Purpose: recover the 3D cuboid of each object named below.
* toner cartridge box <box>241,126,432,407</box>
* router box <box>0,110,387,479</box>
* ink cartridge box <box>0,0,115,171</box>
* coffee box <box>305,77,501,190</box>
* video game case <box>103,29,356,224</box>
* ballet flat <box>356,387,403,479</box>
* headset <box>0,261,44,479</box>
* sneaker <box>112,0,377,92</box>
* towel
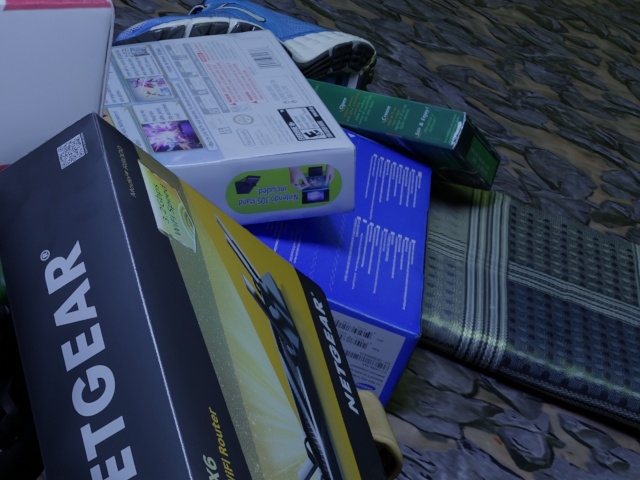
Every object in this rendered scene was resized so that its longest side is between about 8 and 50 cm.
[{"bbox_3d":[0.000,0.000,1.492,0.165,0.075,0.348,23,24,-5],"label":"toner cartridge box"},{"bbox_3d":[-0.050,0.114,0.968,0.243,0.081,0.308,39,25,-50],"label":"router box"},{"bbox_3d":[-0.334,-0.134,1.285,0.306,0.131,0.226,14,16,31],"label":"ink cartridge box"},{"bbox_3d":[0.064,-0.097,1.679,0.184,0.040,0.113,15,-13,27],"label":"coffee box"},{"bbox_3d":[-0.125,-0.087,1.448,0.244,0.061,0.269,-6,27,-14],"label":"video game case"},{"bbox_3d":[-0.030,0.138,1.178,0.232,0.080,0.073,-4,51,-45],"label":"ballet flat"},{"bbox_3d":[-0.230,0.076,0.973,0.243,0.185,0.394,6,46,-36],"label":"headset"},{"bbox_3d":[-0.093,-0.162,1.720,0.147,0.129,0.330,25,15,31],"label":"sneaker"},{"bbox_3d":[0.222,0.063,1.620,0.312,0.056,0.324,20,26,-2],"label":"towel"}]
